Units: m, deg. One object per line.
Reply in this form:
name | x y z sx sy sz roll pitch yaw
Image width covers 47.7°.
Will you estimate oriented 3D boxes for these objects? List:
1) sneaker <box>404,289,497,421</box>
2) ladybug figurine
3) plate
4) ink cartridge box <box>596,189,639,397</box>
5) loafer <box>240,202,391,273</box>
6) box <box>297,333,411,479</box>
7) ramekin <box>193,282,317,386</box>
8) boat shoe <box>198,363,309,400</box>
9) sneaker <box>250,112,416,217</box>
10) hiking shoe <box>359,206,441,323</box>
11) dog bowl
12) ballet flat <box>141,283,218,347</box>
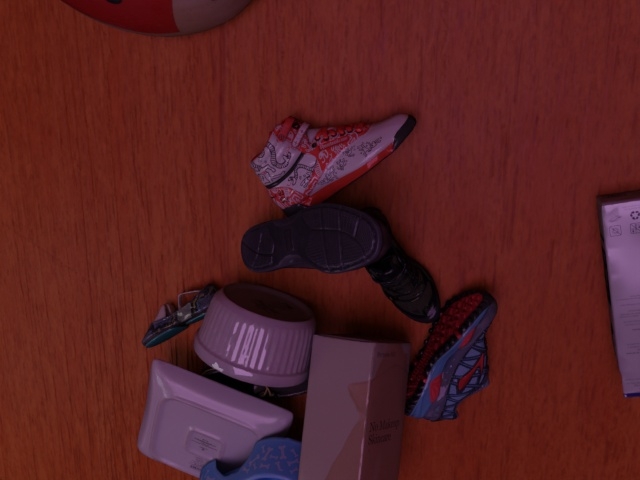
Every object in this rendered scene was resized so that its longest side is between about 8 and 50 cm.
sneaker | 0.241 0.200 1.241 0.125 0.104 0.262 20 114 -16
ladybug figurine | -0.305 -0.472 1.092 0.449 0.162 0.305 17 111 7
plate | -0.213 0.372 1.366 0.277 0.045 0.278 21 127 2
ink cartridge box | 0.539 0.081 1.140 0.165 0.065 0.333 -7 104 14
loafer | 0.000 0.000 1.157 0.302 0.095 0.109 -6 86 43
box | 0.056 0.315 1.207 0.121 0.148 0.311 4 86 33
ramekin | -0.104 0.153 1.233 0.207 0.207 0.109 18 101 6
boat shoe | -0.116 0.261 1.338 0.227 0.069 0.081 0 108 12
sneaker | 0.010 -0.156 1.163 0.270 0.090 0.145 -35 100 23
hiking shoe | 0.117 0.057 1.196 0.086 0.114 0.227 -35 97 21
dog bowl | -0.112 0.463 1.324 0.297 0.074 0.166 -31 111 31
ballet flat | -0.259 0.135 1.340 0.188 0.070 0.070 -27 100 17
